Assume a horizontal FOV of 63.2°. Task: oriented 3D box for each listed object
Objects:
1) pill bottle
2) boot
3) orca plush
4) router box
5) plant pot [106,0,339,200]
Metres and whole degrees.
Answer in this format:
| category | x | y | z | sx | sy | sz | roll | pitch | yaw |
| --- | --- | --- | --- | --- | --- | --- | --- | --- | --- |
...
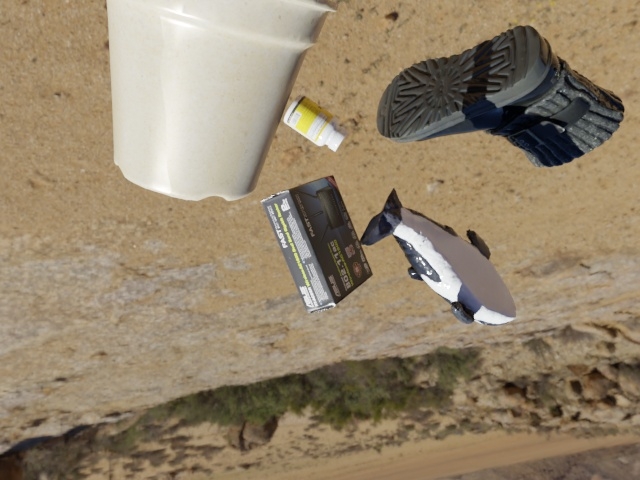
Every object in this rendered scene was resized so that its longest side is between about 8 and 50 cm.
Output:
| category | x | y | z | sx | sy | sz | roll | pitch | yaw |
| --- | --- | --- | --- | --- | --- | --- | --- | --- | --- |
| pill bottle | -0.007 | -0.222 | 0.997 | 0.116 | 0.065 | 0.065 | 35 | 141 | -2 |
| boot | 0.292 | -0.211 | 0.892 | 0.260 | 0.131 | 0.348 | 16 | 169 | -37 |
| orca plush | 0.158 | 0.048 | 0.754 | 0.287 | 0.151 | 0.102 | 22 | 149 | -33 |
| router box | 0.000 | 0.000 | 0.533 | 0.038 | 0.122 | 0.092 | -20 | -174 | 33 |
| plant pot | -0.172 | -0.236 | 0.770 | 0.334 | 0.334 | 0.305 | 2 | 118 | -28 |
